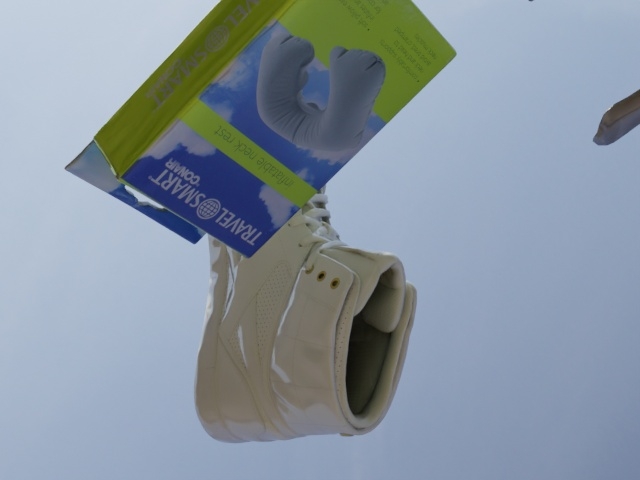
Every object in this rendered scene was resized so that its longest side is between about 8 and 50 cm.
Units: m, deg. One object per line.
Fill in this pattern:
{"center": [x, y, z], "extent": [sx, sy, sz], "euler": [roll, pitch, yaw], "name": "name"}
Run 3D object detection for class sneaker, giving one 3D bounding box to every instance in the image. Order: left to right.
{"center": [0.000, 0.000, 0.781], "extent": [0.169, 0.108, 0.292], "euler": [-9, -105, 43], "name": "sneaker"}

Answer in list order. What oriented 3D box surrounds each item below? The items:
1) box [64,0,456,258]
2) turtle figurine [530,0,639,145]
{"center": [-0.028, -0.067, 0.541], "extent": [0.178, 0.109, 0.042], "euler": [-45, -131, 9], "name": "box"}
{"center": [0.188, -0.159, 0.338], "extent": [0.275, 0.198, 0.266], "euler": [16, -61, 22], "name": "turtle figurine"}
